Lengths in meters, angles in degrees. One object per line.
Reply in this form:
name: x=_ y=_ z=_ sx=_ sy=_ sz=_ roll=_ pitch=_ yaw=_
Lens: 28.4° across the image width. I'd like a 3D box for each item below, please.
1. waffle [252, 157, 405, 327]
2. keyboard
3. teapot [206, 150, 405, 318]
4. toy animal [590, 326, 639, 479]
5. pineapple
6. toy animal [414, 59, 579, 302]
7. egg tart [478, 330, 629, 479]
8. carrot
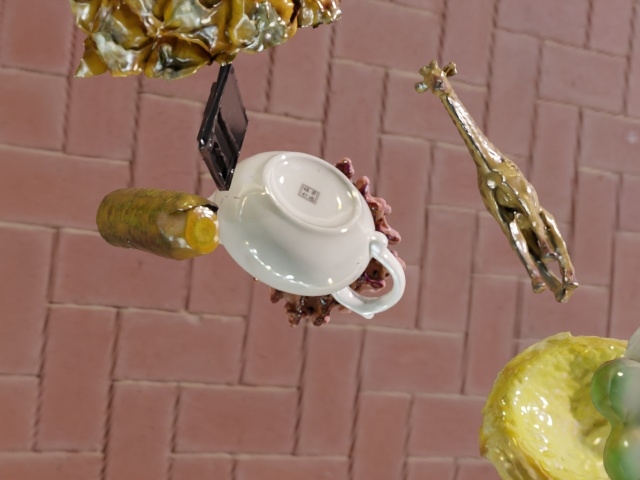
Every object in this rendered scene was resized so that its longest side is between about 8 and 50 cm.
waffle: x=0.000 y=0.000 z=1.793 sx=0.221 sy=0.055 sz=0.234 roll=-30 pitch=108 yaw=-3
keyboard: x=-0.088 y=-0.102 z=1.162 sx=0.017 sy=0.250 sz=0.087 roll=15 pitch=84 yaw=2
teapot: x=-0.022 y=-0.004 z=1.601 sx=0.299 sy=0.166 sz=0.208 roll=37 pitch=28 yaw=-10
toy animal: x=0.242 y=0.098 z=0.464 sx=0.183 sy=0.247 sz=0.310 roll=58 pitch=42 yaw=-21
pineapple: x=-0.040 y=-0.211 z=0.755 sx=0.250 sy=0.140 sz=0.164 roll=-40 pitch=137 yaw=-30
toy animal: x=0.182 y=-0.058 z=1.279 sx=0.054 sy=0.149 sz=0.275 roll=-29 pitch=85 yaw=14
egg tart: x=0.339 y=0.252 z=1.533 sx=0.315 sy=0.315 sz=0.120 roll=-25 pitch=144 yaw=-28
carrot: x=-0.185 y=-0.020 z=1.460 sx=0.082 sy=0.173 sz=0.082 roll=-5 pitch=98 yaw=-40
